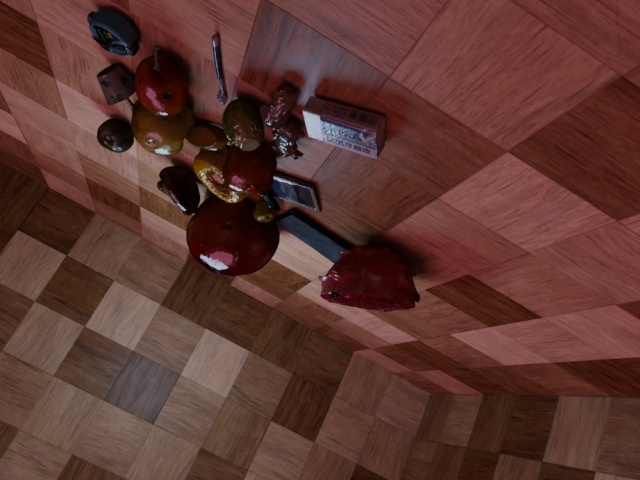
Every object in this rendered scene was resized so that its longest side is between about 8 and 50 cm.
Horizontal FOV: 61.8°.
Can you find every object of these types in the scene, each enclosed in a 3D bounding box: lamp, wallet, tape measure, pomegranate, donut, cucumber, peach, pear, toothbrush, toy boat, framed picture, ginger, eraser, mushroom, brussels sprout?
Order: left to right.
[{"bbox_3d":[-0.576,-0.575,1.483,0.146,0.081,0.125,21,161,13],"label":"tape measure"},{"bbox_3d":[-0.793,-0.396,2.082,0.138,0.126,0.163,13,159,0],"label":"pomegranate"},{"bbox_3d":[-0.633,-0.462,1.747,0.121,0.121,0.215,9,142,38],"label":"lamp"},{"bbox_3d":[-0.511,-0.375,1.702,0.197,0.197,0.197,23,158,9],"label":"pear"},{"bbox_3d":[-0.567,-0.210,2.208,0.194,0.138,0.231,40,168,17],"label":"mushroom"},{"bbox_3d":[-0.386,-0.352,1.804,0.229,0.089,0.088,15,-165,26],"label":"toy boat"},{"bbox_3d":[-0.281,-0.467,1.476,0.026,0.024,0.288,38,161,8],"label":"toothbrush"},{"bbox_3d":[-0.354,-0.248,1.957,0.253,0.118,0.253,32,153,19],"label":"donut"},{"bbox_3d":[-0.388,-0.004,2.281,0.405,0.310,0.335,22,155,14],"label":"peach"},{"bbox_3d":[-0.226,-0.334,1.560,0.117,0.155,0.155,-13,154,-1],"label":"brussels sprout"},{"bbox_3d":[-0.223,-0.115,2.141,0.092,0.092,0.097,50,-169,-45],"label":"pear"},{"bbox_3d":[-0.186,-0.145,2.042,0.043,0.039,0.163,38,170,35],"label":"cucumber"},{"bbox_3d":[-0.105,-0.325,1.513,0.122,0.084,0.290,28,159,14],"label":"ginger"},{"bbox_3d":[-0.123,-0.189,1.940,0.259,0.023,0.189,20,161,15],"label":"framed picture"},{"bbox_3d":[0.000,0.000,2.196,0.379,0.046,0.190,34,157,-17],"label":"wallet"},{"bbox_3d":[0.064,-0.297,1.407,0.210,0.068,0.124,20,160,16],"label":"eraser"}]

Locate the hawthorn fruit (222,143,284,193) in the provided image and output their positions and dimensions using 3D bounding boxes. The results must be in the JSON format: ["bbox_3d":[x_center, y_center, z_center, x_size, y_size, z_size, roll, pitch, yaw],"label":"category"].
[{"bbox_3d":[-0.216,-0.230,1.747,0.200,0.179,0.179,19,159,-4],"label":"hawthorn fruit"}]

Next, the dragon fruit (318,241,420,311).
[{"bbox_3d":[0.185,0.141,2.028,0.386,0.249,0.370,-7,158,44],"label":"dragon fruit"}]

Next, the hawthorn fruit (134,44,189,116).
[{"bbox_3d":[-0.456,-0.468,1.489,0.165,0.165,0.285,25,160,5],"label":"hawthorn fruit"}]
